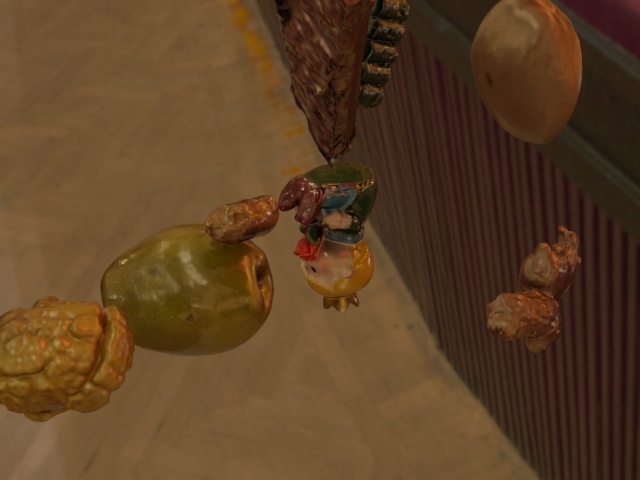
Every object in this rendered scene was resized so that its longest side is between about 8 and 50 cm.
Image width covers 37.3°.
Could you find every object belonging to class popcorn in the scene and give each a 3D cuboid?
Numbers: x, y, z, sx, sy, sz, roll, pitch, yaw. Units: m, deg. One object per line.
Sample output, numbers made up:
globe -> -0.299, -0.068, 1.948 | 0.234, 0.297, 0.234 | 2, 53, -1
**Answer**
popcorn -> -0.391, 0.156, 1.395 | 0.226, 0.200, 0.203 | -39, 35, 21

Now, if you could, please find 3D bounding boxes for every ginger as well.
ginger -> -0.124, -0.036, 1.616 | 0.095, 0.068, 0.190 | -16, 1, 32
ginger -> 0.303, 0.070, 1.294 | 0.084, 0.122, 0.290 | 16, 27, 24

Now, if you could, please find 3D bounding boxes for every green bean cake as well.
green bean cake -> 0.024, -0.327, 1.512 | 0.208, 0.193, 0.107 | 27, 23, 29

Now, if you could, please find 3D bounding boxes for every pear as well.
pear -> -0.237, 0.093, 1.712 | 0.307, 0.253, 0.252 | -14, 44, 15

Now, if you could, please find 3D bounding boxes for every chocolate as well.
chocolate -> 0.007, -0.154, 0.764 | 0.065, 0.329, 0.102 | -25, 79, -4

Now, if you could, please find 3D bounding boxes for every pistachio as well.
pistachio -> 0.302, -0.246, 1.372 | 0.153, 0.237, 0.137 | -11, 38, 21

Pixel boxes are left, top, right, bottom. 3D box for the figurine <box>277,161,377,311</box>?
figurine -> 0.009, 0.007, 1.426 | 0.127, 0.234, 0.185 | 29, 29, 25
